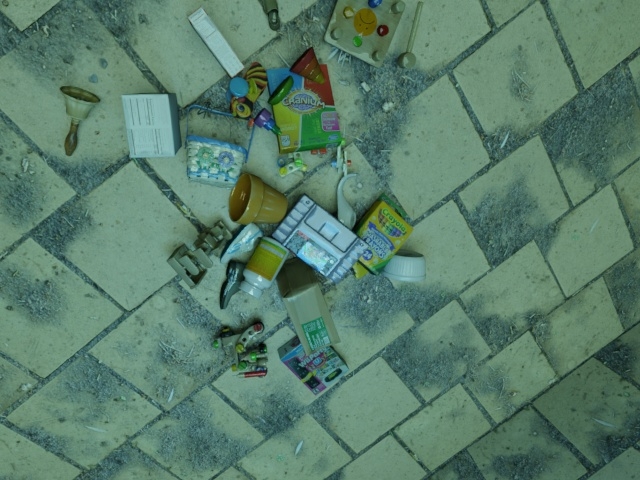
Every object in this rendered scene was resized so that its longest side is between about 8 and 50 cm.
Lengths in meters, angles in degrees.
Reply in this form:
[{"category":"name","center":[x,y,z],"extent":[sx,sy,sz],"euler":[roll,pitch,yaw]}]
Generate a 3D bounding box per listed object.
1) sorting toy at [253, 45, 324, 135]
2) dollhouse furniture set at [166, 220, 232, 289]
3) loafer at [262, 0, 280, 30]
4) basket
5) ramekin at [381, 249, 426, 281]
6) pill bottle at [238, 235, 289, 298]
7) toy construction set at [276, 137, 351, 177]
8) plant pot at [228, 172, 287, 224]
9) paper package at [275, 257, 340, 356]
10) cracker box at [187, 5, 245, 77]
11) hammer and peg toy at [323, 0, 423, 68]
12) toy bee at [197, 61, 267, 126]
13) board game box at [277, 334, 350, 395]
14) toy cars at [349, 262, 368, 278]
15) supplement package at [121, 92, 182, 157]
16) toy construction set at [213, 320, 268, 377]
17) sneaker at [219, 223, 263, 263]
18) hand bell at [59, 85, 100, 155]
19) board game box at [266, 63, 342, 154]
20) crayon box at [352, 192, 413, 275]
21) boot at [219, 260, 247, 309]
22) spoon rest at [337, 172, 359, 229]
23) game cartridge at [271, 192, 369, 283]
[{"category":"sorting toy","center":[-0.096,-0.532,1.530],"extent":[0.126,0.127,0.366],"euler":[38,75,-25]},{"category":"dollhouse furniture set","center":[-0.478,0.074,1.719],"extent":[0.242,0.212,0.161],"euler":[-24,114,25]},{"category":"loafer","center":[-0.178,-0.853,1.530],"extent":[0.056,0.050,0.148],"euler":[-20,113,-6]},{"category":"basket","center":[-0.388,-0.353,1.592],"extent":[0.254,0.201,0.289],"euler":[7,81,-16]},{"category":"ramekin","center":[0.391,0.113,1.943],"extent":[0.207,0.207,0.109],"euler":[2,100,-14]},{"category":"pill bottle","center":[-0.246,0.118,1.782],"extent":[0.136,0.136,0.246],"euler":[33,77,-22]},{"category":"toy construction set","center":[-0.019,-0.357,1.696],"extent":[0.327,0.151,0.215],"euler":[-1,86,-21]},{"category":"plant pot","center":[-0.246,-0.153,1.705],"extent":[0.187,0.205,0.205],"euler":[14,107,-34]},{"category":"paper package","center":[-0.065,0.278,1.832],"extent":[0.168,0.309,0.325],"euler":[-21,114,-4]},{"category":"cracker box","center":[-0.368,-0.695,1.486],"extent":[0.067,0.156,0.232],"euler":[-36,113,2]},{"category":"hammer and peg toy","center":[0.217,-0.817,1.598],"extent":[0.361,0.127,0.266],"euler":[17,103,-19]},{"category":"toy bee","center":[-0.285,-0.510,1.552],"extent":[0.162,0.195,0.298],"euler":[44,91,-11]},{"category":"board game box","center":[-0.033,0.594,2.072],"extent":[0.224,0.097,0.303],"euler":[-37,113,2]},{"category":"toy cars","center":[0.053,0.045,1.898],"extent":[0.393,0.087,0.177],"euler":[19,87,-16]},{"category":"supplement package","center":[-0.586,-0.415,1.478],"extent":[0.145,0.262,0.204],"euler":[-4,110,-12]},{"category":"toy construction set","center":[-0.361,0.516,1.868],"extent":[0.237,0.309,0.258],"euler":[-5,103,-7]},{"category":"sneaker","center":[-0.345,0.022,1.793],"extent":[0.092,0.087,0.229],"euler":[39,99,-25]},{"category":"hand bell","center":[-0.889,-0.414,1.507],"extent":[0.126,0.126,0.242],"euler":[19,116,-19]},{"category":"board game box","center":[-0.066,-0.505,1.604],"extent":[0.242,0.064,0.317],"euler":[-10,84,-10]},{"category":"crayon box","center":[0.268,-0.031,1.865],"extent":[0.203,0.083,0.323],"euler":[40,82,-14]},{"category":"boot","center":[-0.353,0.210,1.866],"extent":[0.161,0.083,0.247],"euler":[12,108,-23]},{"category":"spoon rest","center":[0.113,-0.159,1.830],"extent":[0.084,0.137,0.277],"euler":[11,102,24]},{"category":"game cartridge","center":[0.000,0.000,1.742],"extent":[0.355,0.068,0.230],"euler":[37,97,-12]}]
